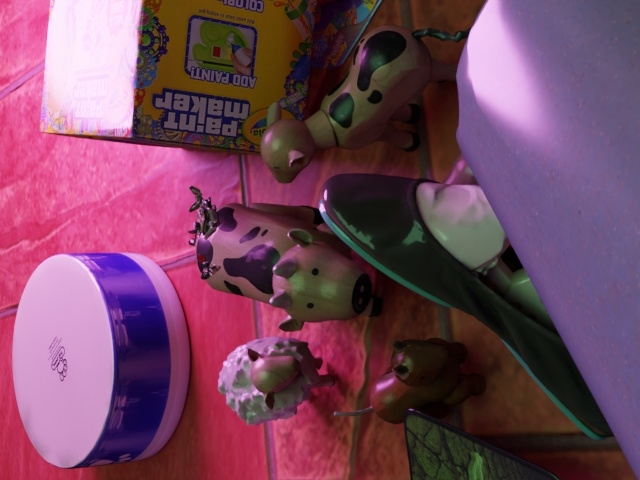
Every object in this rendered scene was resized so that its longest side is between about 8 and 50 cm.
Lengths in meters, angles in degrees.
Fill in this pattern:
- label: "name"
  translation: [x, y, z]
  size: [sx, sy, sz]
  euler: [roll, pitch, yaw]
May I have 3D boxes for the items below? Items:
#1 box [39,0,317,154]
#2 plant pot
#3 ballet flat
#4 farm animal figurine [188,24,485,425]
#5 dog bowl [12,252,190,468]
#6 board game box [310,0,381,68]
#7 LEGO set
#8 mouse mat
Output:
- label: "box"
  translation: [-0.149, -0.234, 0.901]
  size: [0.290, 0.177, 0.279]
  euler: [11, 97, 57]
- label: "plant pot"
  translation: [0.246, -0.005, 0.417]
  size: [0.341, 0.341, 0.334]
  euler: [-53, 46, 31]
- label: "ballet flat"
  translation: [0.133, 0.022, 0.616]
  size: [0.280, 0.095, 0.096]
  euler: [38, 121, -3]
- label: "farm animal figurine"
  translation: [0.000, 0.000, 0.766]
  size: [0.327, 0.172, 0.330]
  euler: [-9, 82, 46]
- label: "dog bowl"
  translation: [-0.280, 0.146, 1.105]
  size: [0.265, 0.104, 0.265]
  euler: [-2, 87, 47]
- label: "board game box"
  translation: [0.004, -0.256, 0.875]
  size: [0.168, 0.033, 0.133]
  euler: [-56, 52, 30]
- label: "LEGO set"
  translation: [-0.097, -0.008, 0.772]
  size: [0.054, 0.023, 0.083]
  euler: [0, 95, 62]
- label: "mouse mat"
  translation: [0.128, 0.232, 0.690]
  size: [0.152, 0.007, 0.189]
  euler: [17, 124, 45]
